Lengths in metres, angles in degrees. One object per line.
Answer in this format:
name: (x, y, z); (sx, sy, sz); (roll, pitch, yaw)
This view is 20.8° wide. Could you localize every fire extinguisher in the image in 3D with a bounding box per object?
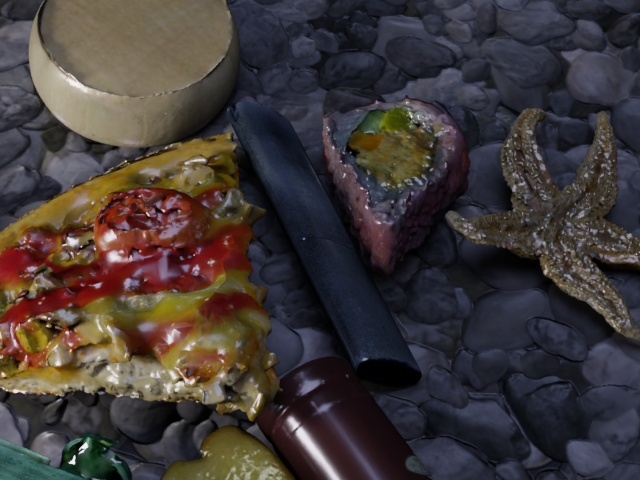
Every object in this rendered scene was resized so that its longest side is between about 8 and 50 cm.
fire extinguisher: (0.077, 0.268, 1.703); (0.135, 0.114, 0.337); (-16, 55, -31)

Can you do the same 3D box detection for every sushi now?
sushi: (0.097, -0.066, 1.952); (0.161, 0.107, 0.241); (-11, 38, -13)

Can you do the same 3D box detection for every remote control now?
remote control: (0.000, 0.000, 1.921); (0.107, 0.044, 0.377); (15, 39, -46)

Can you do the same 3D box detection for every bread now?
bread: (-0.084, 0.284, 1.716); (0.149, 0.065, 0.187); (-33, 64, -13)

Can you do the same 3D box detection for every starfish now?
starfish: (0.292, -0.014, 1.971); (0.299, 0.060, 0.302); (-31, 71, -36)

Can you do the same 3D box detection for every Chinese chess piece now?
Chinese chess piece: (-0.219, -0.225, 2.066); (0.250, 0.103, 0.250); (3, 53, -3)

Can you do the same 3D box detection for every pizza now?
pizza: (-0.168, 0.043, 1.804); (0.440, 0.130, 0.406); (-36, 44, -26)

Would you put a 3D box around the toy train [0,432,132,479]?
toy train: (-0.310, 0.254, 1.630); (0.301, 0.202, 0.120); (20, 35, 10)
